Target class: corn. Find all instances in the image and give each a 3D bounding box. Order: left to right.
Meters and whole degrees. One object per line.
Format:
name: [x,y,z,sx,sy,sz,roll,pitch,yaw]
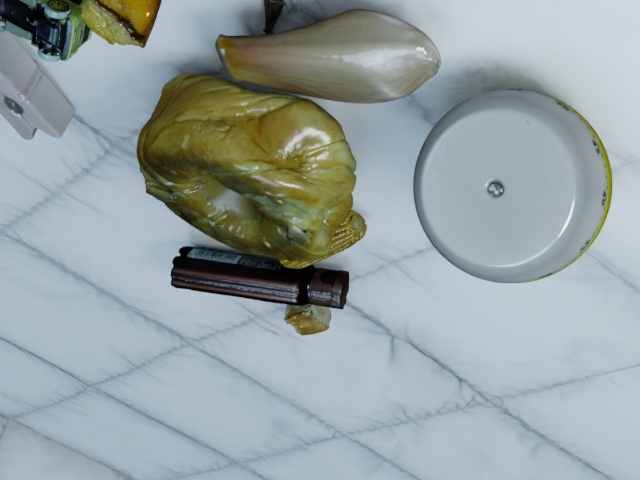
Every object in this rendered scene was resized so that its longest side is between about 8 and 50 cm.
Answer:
corn: [0.000,0.000,1.709,0.068,0.068,0.207,36,139,-28]

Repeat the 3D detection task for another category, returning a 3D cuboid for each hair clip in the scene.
hair clip: [-0.509,-0.278,1.503,0.101,0.085,0.331,1,145,25]

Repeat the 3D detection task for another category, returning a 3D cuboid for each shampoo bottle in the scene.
shampoo bottle: [-0.110,0.071,1.821,0.323,0.084,0.129,8,-171,12]

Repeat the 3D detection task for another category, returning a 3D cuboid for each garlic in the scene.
garlic: [0.011,-0.246,1.305,0.318,0.112,0.143,-1,164,17]

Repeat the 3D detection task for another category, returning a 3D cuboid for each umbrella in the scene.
umbrella: [-0.067,-0.309,1.332,0.031,0.020,0.083,17,152,1]

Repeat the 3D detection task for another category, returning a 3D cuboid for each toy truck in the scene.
toy truck: [-0.401,-0.334,1.353,0.191,0.116,0.085,27,131,7]

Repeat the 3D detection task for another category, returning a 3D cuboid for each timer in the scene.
timer: [0.280,-0.076,1.356,0.285,0.285,0.285,11,146,8]

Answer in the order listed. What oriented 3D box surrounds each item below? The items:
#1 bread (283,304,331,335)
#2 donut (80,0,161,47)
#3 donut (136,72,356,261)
bread: [-0.025,0.136,1.917,0.070,0.077,0.083,-17,135,24]
donut: [-0.289,-0.375,1.225,0.259,0.152,0.101,44,153,-27]
donut: [-0.108,-0.107,1.482,0.360,0.170,0.360,22,157,10]
